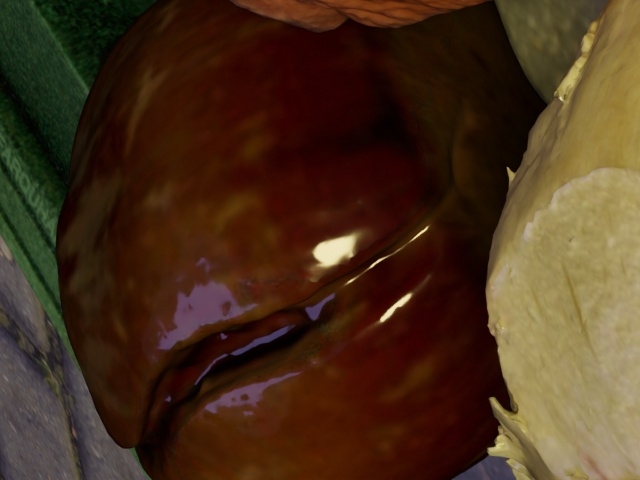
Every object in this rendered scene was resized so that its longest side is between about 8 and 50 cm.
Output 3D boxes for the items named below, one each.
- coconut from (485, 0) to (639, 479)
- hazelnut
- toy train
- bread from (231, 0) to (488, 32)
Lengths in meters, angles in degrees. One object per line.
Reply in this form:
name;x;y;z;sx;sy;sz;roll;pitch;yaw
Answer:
coconut;0.142;0.002;0.529;0.194;0.194;0.194;46;153;32
hazelnut;0.000;0.000;0.770;0.218;0.218;0.233;101;165;-57
toy train;-0.083;-0.025;1.023;0.330;0.138;0.178;57;148;15
bread;0.033;-0.171;0.573;0.244;0.123;0.190;-6;82;52
